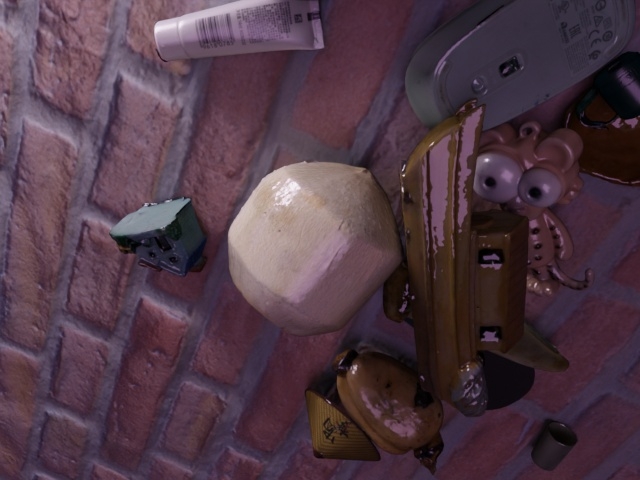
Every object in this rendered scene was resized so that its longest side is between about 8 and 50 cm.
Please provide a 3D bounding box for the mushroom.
[{"bbox_3d":[0.262,0.126,0.810,0.333,0.087,0.107,19,102,-2],"label":"mushroom"}]

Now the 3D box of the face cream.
[{"bbox_3d":[-0.119,-0.308,0.699,0.243,0.058,0.092,-6,108,8],"label":"face cream"}]

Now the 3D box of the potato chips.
[{"bbox_3d":[0.438,-0.150,0.663,0.201,0.049,0.150,1,96,10],"label":"potato chips"}]

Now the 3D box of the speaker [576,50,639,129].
[{"bbox_3d":[0.383,-0.188,0.625,0.075,0.060,0.094,51,145,1],"label":"speaker"}]

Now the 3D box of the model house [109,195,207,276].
[{"bbox_3d":[-0.267,0.015,0.853,0.148,0.119,0.149,-14,120,17],"label":"model house"}]

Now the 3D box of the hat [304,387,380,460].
[{"bbox_3d":[0.016,0.381,0.927,0.193,0.082,0.193,37,153,23],"label":"hat"}]

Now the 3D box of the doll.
[{"bbox_3d":[0.308,-0.040,0.704,0.154,0.119,0.278,6,125,47],"label":"doll"}]

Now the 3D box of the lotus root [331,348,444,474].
[{"bbox_3d":[0.133,0.297,0.892,0.257,0.140,0.154,46,129,-1],"label":"lotus root"}]

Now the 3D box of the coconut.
[{"bbox_3d":[0.000,0.000,0.722,0.245,0.245,0.247,41,97,-10],"label":"coconut"}]

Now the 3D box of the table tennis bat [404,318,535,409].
[{"bbox_3d":[0.255,0.209,0.889,0.301,0.022,0.173,38,115,-8],"label":"table tennis bat"}]

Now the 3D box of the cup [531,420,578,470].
[{"bbox_3d":[0.451,0.393,0.931,0.054,0.074,0.083,37,128,34],"label":"cup"}]

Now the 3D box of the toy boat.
[{"bbox_3d":[0.199,0.041,0.656,0.162,0.136,0.446,-5,113,12],"label":"toy boat"}]

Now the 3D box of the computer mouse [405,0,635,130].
[{"bbox_3d":[0.248,-0.250,0.629,0.288,0.097,0.159,-31,121,13],"label":"computer mouse"}]
